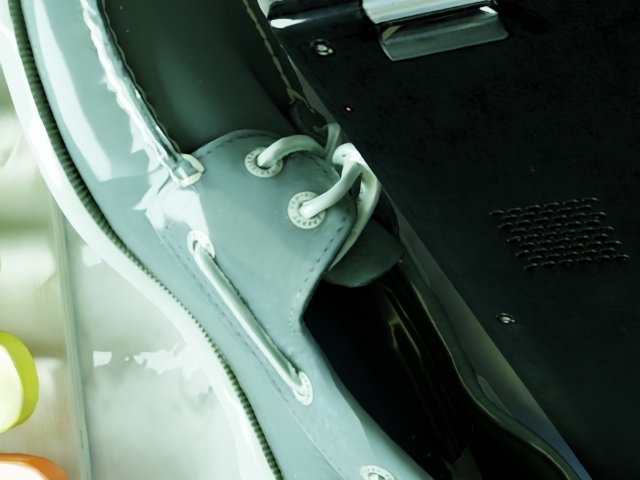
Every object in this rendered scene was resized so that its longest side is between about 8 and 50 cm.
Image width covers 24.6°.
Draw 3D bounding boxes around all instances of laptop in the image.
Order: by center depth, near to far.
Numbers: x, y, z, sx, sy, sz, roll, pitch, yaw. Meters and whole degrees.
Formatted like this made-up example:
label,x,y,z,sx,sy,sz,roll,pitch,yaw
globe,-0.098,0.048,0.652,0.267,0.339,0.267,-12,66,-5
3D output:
label,x,y,z,sx,sy,sz,roll,pitch,yaw
laptop,0.199,-0.132,0.358,0.382,0.236,0.408,-8,141,29

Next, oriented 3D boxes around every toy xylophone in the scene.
label,x,y,z,sx,sy,sz,roll,pitch,yaw
toy xylophone,-0.197,0.060,0.632,0.236,0.081,0.322,-9,96,29

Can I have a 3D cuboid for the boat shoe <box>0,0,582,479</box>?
label,x,y,z,sx,sy,sz,roll,pitch,yaw
boat shoe,0.000,0.000,0.493,0.099,0.116,0.319,-20,99,41
